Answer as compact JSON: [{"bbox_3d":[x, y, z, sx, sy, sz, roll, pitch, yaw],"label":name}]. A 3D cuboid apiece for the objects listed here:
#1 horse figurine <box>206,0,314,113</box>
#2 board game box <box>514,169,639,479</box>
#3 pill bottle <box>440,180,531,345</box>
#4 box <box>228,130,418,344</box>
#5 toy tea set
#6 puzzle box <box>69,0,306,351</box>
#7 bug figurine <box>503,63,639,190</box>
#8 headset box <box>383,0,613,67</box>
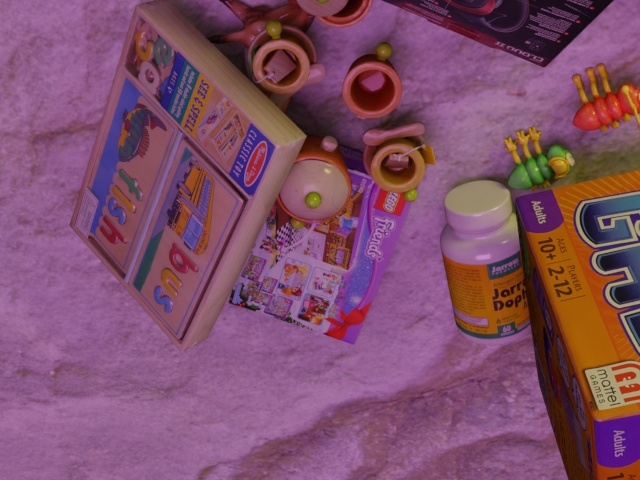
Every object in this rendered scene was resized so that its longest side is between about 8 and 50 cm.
[{"bbox_3d":[-0.094,-0.218,1.259,0.174,0.066,0.263,6,118,4],"label":"horse figurine"},{"bbox_3d":[0.455,0.151,1.150,0.356,0.356,0.356,-12,130,6],"label":"board game box"},{"bbox_3d":[0.226,0.029,1.329,0.118,0.117,0.208,-5,122,16],"label":"pill bottle"},{"bbox_3d":[0.000,0.000,1.396,0.201,0.057,0.293,19,125,-1],"label":"box"},{"bbox_3d":[0.014,-0.164,1.174,0.200,0.124,0.336,-14,119,10],"label":"toy tea set"},{"bbox_3d":[-0.192,-0.070,1.293,0.272,0.052,0.409,44,133,18],"label":"puzzle box"},{"bbox_3d":[0.367,-0.074,1.256,0.216,0.072,0.279,-26,115,27],"label":"bug figurine"},{"bbox_3d":[0.194,-0.304,1.038,0.218,0.110,0.293,22,169,-2],"label":"headset box"}]
